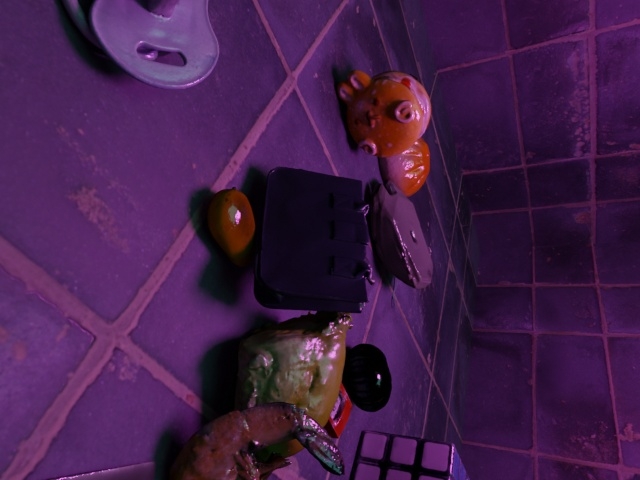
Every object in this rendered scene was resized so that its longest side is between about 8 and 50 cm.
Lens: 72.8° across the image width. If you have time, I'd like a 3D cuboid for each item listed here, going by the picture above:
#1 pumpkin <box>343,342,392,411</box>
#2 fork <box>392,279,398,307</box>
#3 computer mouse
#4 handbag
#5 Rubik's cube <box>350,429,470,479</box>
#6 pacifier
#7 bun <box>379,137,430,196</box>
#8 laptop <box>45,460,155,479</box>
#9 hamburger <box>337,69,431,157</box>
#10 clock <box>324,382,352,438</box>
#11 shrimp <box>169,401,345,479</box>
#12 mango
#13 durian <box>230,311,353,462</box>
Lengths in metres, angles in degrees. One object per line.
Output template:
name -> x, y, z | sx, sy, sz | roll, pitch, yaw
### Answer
pumpkin -> 0.138, 0.408, 1.295 | 0.202, 0.140, 0.202 | -12, 90, -81
fork -> 0.308, 0.162, 1.753 | 0.039, 0.021, 0.235 | 42, 50, -57
computer mouse -> 0.282, -0.012, 1.610 | 0.228, 0.145, 0.428 | -30, 101, -50
handbag -> 0.000, 0.000, 0.939 | 0.118, 0.269, 0.325 | 109, -14, -56
Rubik's cube -> 0.275, 0.802, 1.328 | 0.305, 0.304, 0.301 | 64, 35, -36
pacifier -> -0.240, -0.386, 0.641 | 0.238, 0.226, 0.287 | 0, 85, -42
bun -> 0.358, -0.330, 1.757 | 0.299, 0.165, 0.298 | 12, 77, -62
laptop -> -0.322, 0.457, 0.590 | 0.188, 0.015, 0.269 | 30, 61, -56
hamburger -> 0.202, -0.424, 1.412 | 0.302, 0.261, 0.186 | 59, 39, -10
clock -> 0.021, 0.432, 1.168 | 0.113, 0.061, 0.155 | -51, 127, -51
shrimp -> -0.050, 0.455, 0.792 | 0.445, 0.085, 0.272 | 37, 86, -18
mango -> -0.171, -0.024, 0.861 | 0.103, 0.076, 0.161 | -52, 134, -56
durian -> -0.070, 0.286, 0.902 | 0.256, 0.204, 0.339 | 10, 84, -39
